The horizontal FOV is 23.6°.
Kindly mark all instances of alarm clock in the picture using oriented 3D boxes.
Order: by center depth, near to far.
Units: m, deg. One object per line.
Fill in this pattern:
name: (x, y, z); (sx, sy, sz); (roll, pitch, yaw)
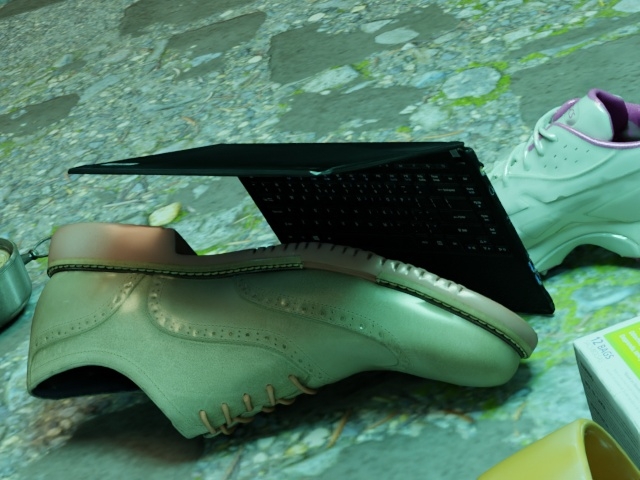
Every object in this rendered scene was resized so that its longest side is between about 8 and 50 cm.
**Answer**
alarm clock: (-0.319, 0.043, 1.436); (0.192, 0.064, 0.129); (-31, 27, -21)

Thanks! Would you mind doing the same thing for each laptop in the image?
laptop: (0.000, 0.000, 1.098); (0.234, 0.264, 0.136); (3, 48, 40)

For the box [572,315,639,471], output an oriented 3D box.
box: (0.265, 0.087, 0.869); (0.203, 0.103, 0.114); (-20, 25, -2)

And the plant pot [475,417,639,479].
plant pot: (0.081, 0.210, 0.661); (0.188, 0.205, 0.205); (-30, 22, 14)

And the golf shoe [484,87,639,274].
golf shoe: (0.181, -0.048, 1.177); (0.306, 0.140, 0.115); (-11, 27, 21)

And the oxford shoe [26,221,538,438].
oxford shoe: (-0.038, 0.084, 1.117); (0.397, 0.140, 0.146); (4, 68, 29)
